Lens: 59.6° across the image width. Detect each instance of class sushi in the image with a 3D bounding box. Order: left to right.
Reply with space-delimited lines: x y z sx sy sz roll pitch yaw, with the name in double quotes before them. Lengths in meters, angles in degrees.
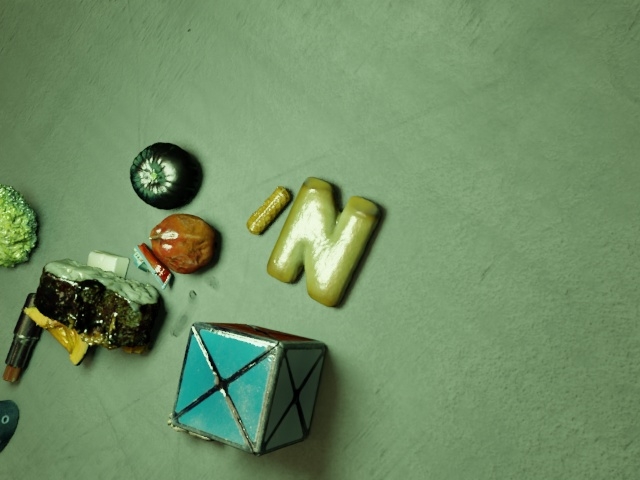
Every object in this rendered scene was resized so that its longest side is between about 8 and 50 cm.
"sushi" -0.628 0.186 1.557 0.349 0.234 0.207 22 97 -2

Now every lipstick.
"lipstick" -0.964 0.317 1.824 0.081 0.081 0.299 18 88 27

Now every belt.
"belt" -1.088 0.616 1.805 0.122 0.128 0.218 41 101 25

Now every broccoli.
"broccoli" -1.101 -0.037 1.782 0.275 0.397 0.353 37 90 25

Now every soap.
"soap" -0.673 0.128 1.723 0.122 0.064 0.183 13 87 26

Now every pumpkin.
"pumpkin" -0.771 0.257 1.732 0.254 0.130 0.149 40 82 12
"pumpkin" -0.454 -0.187 1.628 0.202 0.140 0.201 1 95 16

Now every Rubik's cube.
"Rubik's cube" -0.165 0.341 1.332 0.259 0.255 0.260 6 84 27

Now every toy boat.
"toy boat" -0.496 0.077 1.641 0.059 0.069 0.173 -46 64 -3

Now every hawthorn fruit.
"hawthorn fruit" -0.373 0.007 1.539 0.174 0.179 0.173 -3 62 5

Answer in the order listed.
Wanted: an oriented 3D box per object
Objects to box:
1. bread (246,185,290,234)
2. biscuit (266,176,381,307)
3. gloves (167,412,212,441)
"bread" -0.141 -0.080 1.510 0.157 0.044 0.052 -48 60 11
"biscuit" 0.000 0.000 1.420 0.237 0.062 0.290 28 96 26
"gloves" -0.329 0.475 1.480 0.144 0.110 0.094 25 84 -2
